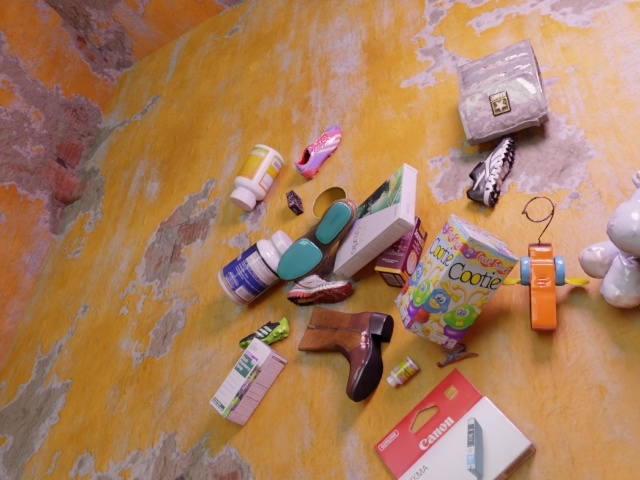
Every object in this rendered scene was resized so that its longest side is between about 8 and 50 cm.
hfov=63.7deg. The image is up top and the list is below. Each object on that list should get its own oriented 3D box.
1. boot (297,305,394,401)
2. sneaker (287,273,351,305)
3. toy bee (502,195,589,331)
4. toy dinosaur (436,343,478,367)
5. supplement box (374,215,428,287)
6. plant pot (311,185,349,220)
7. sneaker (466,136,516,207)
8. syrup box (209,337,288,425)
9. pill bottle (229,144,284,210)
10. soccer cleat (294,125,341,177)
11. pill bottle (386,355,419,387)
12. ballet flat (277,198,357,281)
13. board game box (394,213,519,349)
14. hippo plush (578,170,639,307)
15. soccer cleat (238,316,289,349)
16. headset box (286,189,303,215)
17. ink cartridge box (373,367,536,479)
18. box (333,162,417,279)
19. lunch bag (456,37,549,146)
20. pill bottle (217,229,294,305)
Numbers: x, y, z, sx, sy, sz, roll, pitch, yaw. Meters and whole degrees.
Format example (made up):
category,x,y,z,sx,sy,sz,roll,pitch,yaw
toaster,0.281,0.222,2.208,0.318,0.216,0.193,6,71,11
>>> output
category,x,y,z,sx,sy,sz,roll,pitch,yaw
boot,0.042,0.307,1.449,0.281,0.096,0.263,-1,59,37
sneaker,-0.005,0.142,1.609,0.226,0.088,0.092,-8,54,32
toy bee,0.541,0.067,1.236,0.196,0.162,0.298,22,92,21
toy dinosaur,0.330,0.293,1.286,0.090,0.047,0.082,35,101,35
supplement box,0.237,0.031,1.493,0.081,0.104,0.188,7,64,33
plant pot,0.052,-0.102,1.737,0.134,0.095,0.134,-20,49,24
sneaker,0.490,-0.207,1.501,0.106,0.078,0.234,13,70,39
syrup box,-0.215,0.424,1.554,0.093,0.096,0.236,25,77,45
pill bottle,-0.258,-0.245,2.041,0.137,0.136,0.245,12,67,41
soccer cleat,-0.006,-0.350,1.961,0.083,0.095,0.248,25,76,44
pill bottle,0.212,0.342,1.333,0.083,0.043,0.043,-43,44,3
ballet flat,0.000,0.000,1.632,0.116,0.124,0.342,44,110,12
board game box,0.323,0.101,1.255,0.275,0.145,0.142,-61,14,20
hippo plush,0.704,-0.003,1.051,0.294,0.236,0.234,-39,57,-9
soccer cleat,-0.179,0.301,1.650,0.179,0.060,0.072,-22,39,14
headset box,-0.094,-0.135,1.894,0.032,0.062,0.083,-28,47,19
ink cartridge box,0.283,0.468,1.174,0.296,0.066,0.261,-45,45,1
box,0.161,-0.052,1.525,0.322,0.059,0.232,-42,25,42
lunch bag,0.547,-0.433,1.555,0.236,0.169,0.286,-16,50,29
pill bottle,-0.204,0.091,1.747,0.265,0.153,0.153,-37,45,8
